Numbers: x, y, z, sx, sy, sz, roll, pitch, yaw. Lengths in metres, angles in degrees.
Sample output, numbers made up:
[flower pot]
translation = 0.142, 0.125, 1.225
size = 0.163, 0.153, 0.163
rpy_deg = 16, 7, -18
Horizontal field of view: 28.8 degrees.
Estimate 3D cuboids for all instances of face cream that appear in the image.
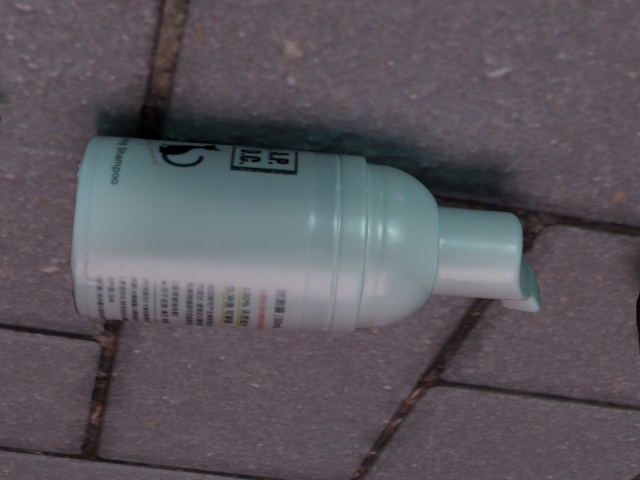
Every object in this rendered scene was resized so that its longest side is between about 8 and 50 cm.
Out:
[face cream]
translation = 0.000, 0.000, 0.977
size = 0.369, 0.145, 0.145
rpy_deg = 3, 148, -4

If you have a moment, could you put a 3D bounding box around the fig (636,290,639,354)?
[fig]
translation = 0.332, 0.074, 1.135
size = 0.124, 0.124, 0.236
rpy_deg = 5, 172, -5
